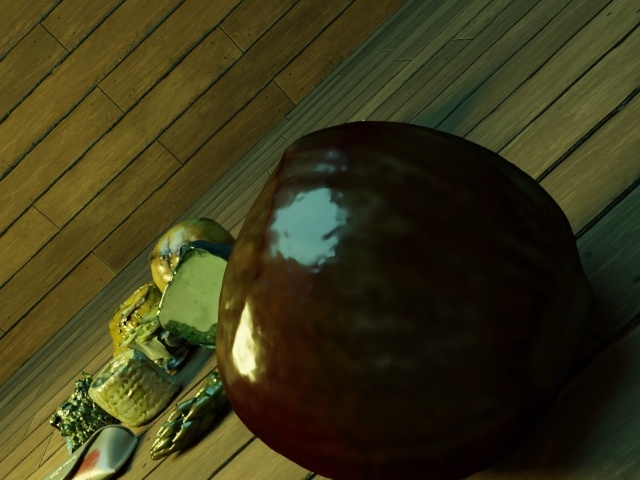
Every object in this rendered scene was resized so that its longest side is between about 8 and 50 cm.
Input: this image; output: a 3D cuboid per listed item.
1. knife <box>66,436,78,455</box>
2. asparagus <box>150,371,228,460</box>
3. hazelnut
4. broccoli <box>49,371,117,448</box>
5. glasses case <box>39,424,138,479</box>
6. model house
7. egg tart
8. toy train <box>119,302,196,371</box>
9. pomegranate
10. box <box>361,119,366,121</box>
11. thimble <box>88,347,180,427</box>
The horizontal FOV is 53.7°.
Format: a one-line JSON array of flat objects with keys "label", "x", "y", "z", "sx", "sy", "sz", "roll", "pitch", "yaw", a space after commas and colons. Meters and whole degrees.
[{"label": "knife", "x": -0.621, "y": 0.542, "z": 1.591, "sx": 0.032, "sy": 0.058, "sz": 0.244, "roll": -9, "pitch": 8, "yaw": -20}, {"label": "asparagus", "x": -0.226, "y": 0.319, "z": 1.210, "sx": 0.287, "sy": 0.080, "sz": 0.080, "roll": -44, "pitch": 18, "yaw": 3}, {"label": "hazelnut", "x": 0.086, "y": 0.067, "z": 0.712, "sx": 0.420, "sy": 0.353, "sz": 0.421, "roll": -9, "pitch": 48, "yaw": 10}, {"label": "broccoli", "x": -0.614, "y": 0.448, "z": 1.698, "sx": 0.165, "sy": 0.145, "sz": 0.304, "roll": -59, "pitch": 11, "yaw": -12}, {"label": "glasses case", "x": -0.547, "y": 0.533, "z": 1.400, "sx": 0.308, "sy": 0.083, "sz": 0.128, "roll": -41, "pitch": 18, "yaw": 11}, {"label": "model house", "x": -0.228, "y": 0.086, "z": 1.521, "sx": 0.253, "sy": 0.184, "sz": 0.291, "roll": -66, "pitch": -5, "yaw": 26}, {"label": "egg tart", "x": -0.560, "y": 0.238, "z": 2.008, "sx": 0.341, "sy": 0.129, "sz": 0.341, "roll": -38, "pitch": 18, "yaw": 15}, {"label": "toy train", "x": -0.405, "y": 0.249, "z": 1.656, "sx": 0.261, "sy": 0.134, "sz": 0.177, "roll": -19, "pitch": 22, "yaw": 50}, {"label": "pomegranate", "x": -0.350, "y": 0.062, "z": 1.788, "sx": 0.260, "sy": 0.260, "sz": 0.260, "roll": -39, "pitch": 19, "yaw": 16}, {"label": "box", "x": 0.020, "y": -0.162, "z": 1.511, "sx": 0.256, "sy": 0.069, "sz": 0.164, "roll": -22, "pitch": 45, "yaw": 39}, {"label": "thimble", "x": -0.433, "y": 0.342, "z": 1.480, "sx": 0.190, "sy": 0.143, "sz": 0.137, "roll": -32, "pitch": 21, "yaw": 30}]
